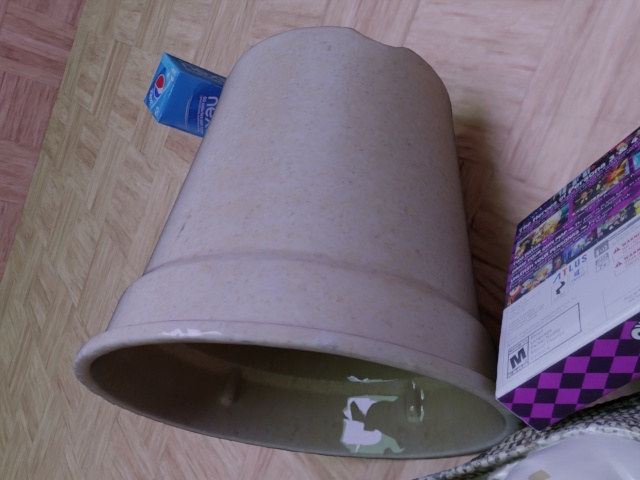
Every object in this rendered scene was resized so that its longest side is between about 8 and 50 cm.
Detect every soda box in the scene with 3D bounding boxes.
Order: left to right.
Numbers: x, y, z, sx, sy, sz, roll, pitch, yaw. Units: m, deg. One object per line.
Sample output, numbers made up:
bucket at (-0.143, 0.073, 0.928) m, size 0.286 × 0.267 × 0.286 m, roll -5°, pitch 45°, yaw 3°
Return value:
soda box at (-0.103, -0.155, 0.814) m, size 0.067 × 0.210 × 0.071 m, roll -62°, pitch 39°, yaw 18°

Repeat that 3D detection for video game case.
video game case at (0.209, -0.017, 0.396) m, size 0.232 × 0.042 × 0.210 m, roll -46°, pitch 8°, yaw 35°

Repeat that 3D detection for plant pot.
plant pot at (0.000, 0.000, 0.571) m, size 0.334 × 0.334 × 0.305 m, roll -25°, pitch 48°, yaw 47°

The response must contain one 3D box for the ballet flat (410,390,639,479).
ballet flat at (0.082, 0.211, 0.396) m, size 0.483 × 0.182 × 0.164 m, roll -30°, pitch 60°, yaw 30°
